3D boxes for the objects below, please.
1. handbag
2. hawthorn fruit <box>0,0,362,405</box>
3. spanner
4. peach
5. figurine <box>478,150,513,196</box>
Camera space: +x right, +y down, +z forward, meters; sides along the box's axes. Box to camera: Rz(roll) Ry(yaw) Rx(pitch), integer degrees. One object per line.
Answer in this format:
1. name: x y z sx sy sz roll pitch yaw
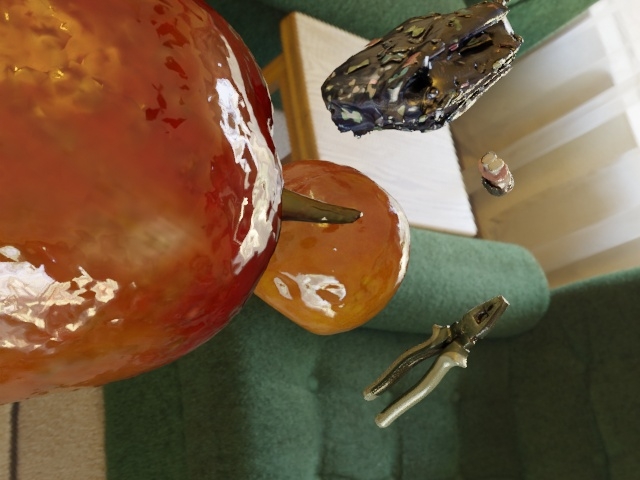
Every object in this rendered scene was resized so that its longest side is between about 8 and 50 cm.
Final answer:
1. handbag: 0.129 -0.204 0.862 0.260 0.162 0.113 -39 113 -32
2. hawthorn fruit: -0.147 -0.037 0.427 0.368 0.285 0.285 3 65 -19
3. spanner: 0.205 0.207 1.289 0.040 0.325 0.096 30 24 -42
4. peach: 0.000 0.000 1.353 0.342 0.343 0.302 37 87 -23
5. figurine: 0.316 -0.123 1.330 0.072 0.054 0.129 47 8 26
